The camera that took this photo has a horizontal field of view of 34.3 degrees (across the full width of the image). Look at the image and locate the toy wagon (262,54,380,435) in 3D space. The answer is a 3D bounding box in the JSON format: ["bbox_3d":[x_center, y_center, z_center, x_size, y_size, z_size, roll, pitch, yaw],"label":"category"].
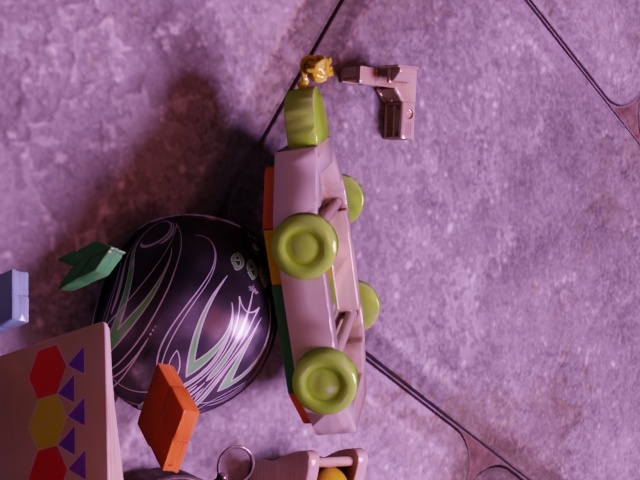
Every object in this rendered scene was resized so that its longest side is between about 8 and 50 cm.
[{"bbox_3d":[0.000,0.000,0.981,0.267,0.068,0.344,-57,139,-77],"label":"toy wagon"}]

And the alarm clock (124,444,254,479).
[{"bbox_3d":[-0.134,0.266,0.974,0.192,0.064,0.129,-43,109,-19],"label":"alarm clock"}]

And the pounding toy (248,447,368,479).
[{"bbox_3d":[-0.034,0.337,1.012,0.155,0.154,0.270,7,88,-39],"label":"pounding toy"}]

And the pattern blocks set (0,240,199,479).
[{"bbox_3d":[-0.200,0.165,0.786,0.026,0.285,0.325,20,66,-51],"label":"pattern blocks set"}]

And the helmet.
[{"bbox_3d":[-0.120,0.075,0.926,0.169,0.169,0.161,34,50,-35],"label":"helmet"}]

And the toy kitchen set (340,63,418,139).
[{"bbox_3d":[0.074,-0.149,1.119,0.083,0.068,0.075,1,93,-39],"label":"toy kitchen set"}]
